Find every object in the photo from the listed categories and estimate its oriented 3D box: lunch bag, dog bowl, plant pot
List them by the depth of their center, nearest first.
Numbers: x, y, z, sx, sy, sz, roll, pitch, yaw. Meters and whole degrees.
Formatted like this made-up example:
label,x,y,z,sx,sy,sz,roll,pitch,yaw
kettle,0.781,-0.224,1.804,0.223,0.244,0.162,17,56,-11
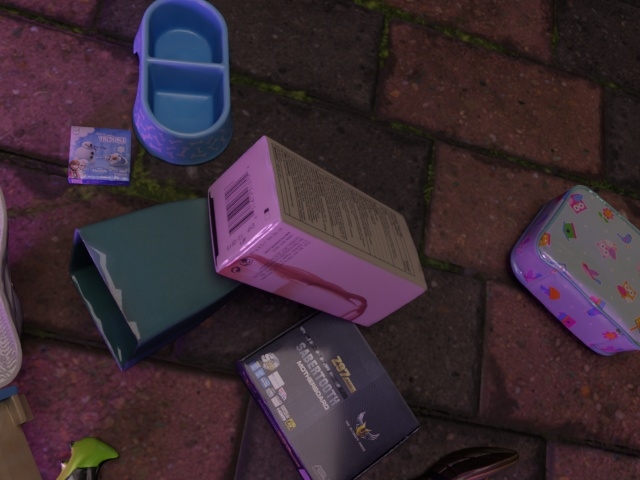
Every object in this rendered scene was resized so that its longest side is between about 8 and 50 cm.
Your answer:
label,x,y,z,sx,sy,sz,roll,pitch,yaw
plant pot,-0.202,0.040,0.870,0.234,0.165,0.166,-27,81,-33
dog bowl,-0.224,-0.274,1.015,0.165,0.074,0.298,1,71,-16
lunch bag,0.491,0.052,1.093,0.279,0.108,0.224,43,61,-1

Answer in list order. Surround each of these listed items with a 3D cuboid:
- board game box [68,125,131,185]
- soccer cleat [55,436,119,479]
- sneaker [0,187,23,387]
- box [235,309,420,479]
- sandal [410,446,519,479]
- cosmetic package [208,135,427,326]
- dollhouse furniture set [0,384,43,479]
label,x,y,z,sx,sy,sz,roll,pitch,yaw
board game box,-0.342,-0.132,0.960,0.090,0.020,0.090,1,70,-16
soccer cleat,-0.319,0.342,0.783,0.072,0.060,0.179,25,64,-8
sneaker,-0.446,0.036,0.785,0.108,0.169,0.293,-8,90,-27
box,0.011,0.232,0.917,0.183,0.059,0.233,-29,81,-24
sandal,0.199,0.368,0.913,0.219,0.090,0.060,-22,95,-23
cosmetic package,0.000,0.000,0.868,0.296,0.129,0.153,26,38,-39
dollhouse furniture set,-0.433,0.356,0.667,0.303,0.198,0.287,-19,81,-58
